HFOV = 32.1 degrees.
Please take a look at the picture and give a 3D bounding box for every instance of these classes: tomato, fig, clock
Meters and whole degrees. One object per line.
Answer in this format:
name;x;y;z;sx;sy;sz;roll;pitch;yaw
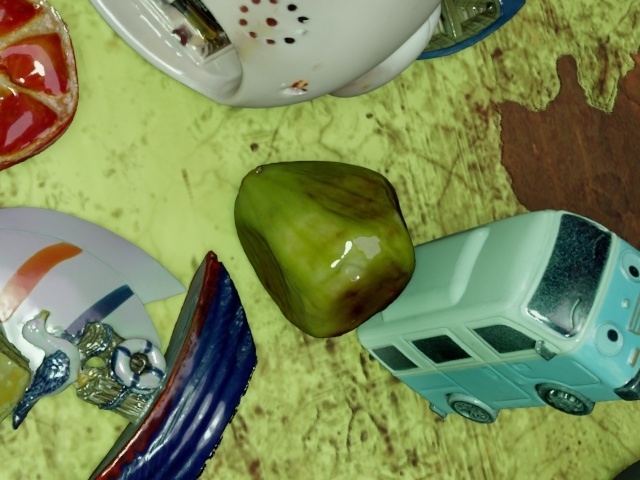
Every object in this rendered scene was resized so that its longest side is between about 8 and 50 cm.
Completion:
tomato;-0.263;-0.124;0.846;0.155;0.069;0.156;5;80;-30
fig;0.000;0.000;0.960;0.165;0.144;0.154;28;83;0
clock;-0.036;-0.268;0.845;0.368;0.376;0.250;48;64;-18

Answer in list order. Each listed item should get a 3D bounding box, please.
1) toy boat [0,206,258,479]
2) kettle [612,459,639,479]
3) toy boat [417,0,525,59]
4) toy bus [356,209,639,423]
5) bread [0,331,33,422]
toy boat;-0.178;0.051;0.889;0.219;0.072;0.318;-37;93;-30
kettle;0.433;0.434;1.149;0.376;0.250;0.361;32;94;-23
toy boat;0.120;-0.227;1.140;0.229;0.046;0.080;-20;92;-35
toy bus;0.161;0.064;0.981;0.165;0.271;0.133;36;63;-20
bread;-0.303;0.078;0.749;0.138;0.102;0.196;-47;107;-13
